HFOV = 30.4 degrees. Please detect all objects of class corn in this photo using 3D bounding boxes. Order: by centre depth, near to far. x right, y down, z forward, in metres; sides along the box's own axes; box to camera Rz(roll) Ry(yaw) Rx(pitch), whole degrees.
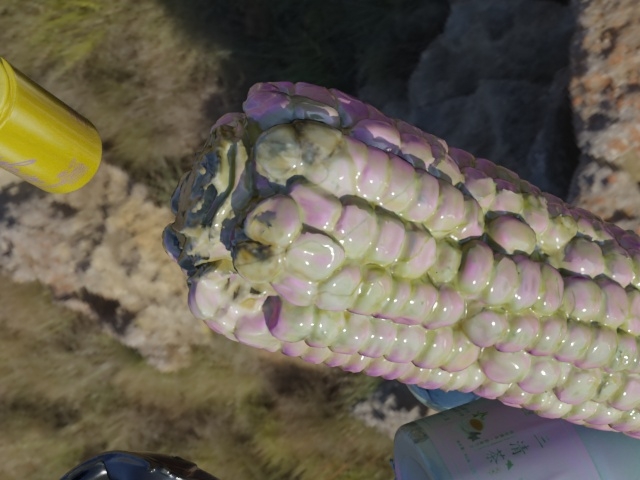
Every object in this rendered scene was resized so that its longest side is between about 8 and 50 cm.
[{"bbox_3d":[0.086,0.020,0.582,0.126,0.335,0.126,-44,37,46],"label":"corn"}]

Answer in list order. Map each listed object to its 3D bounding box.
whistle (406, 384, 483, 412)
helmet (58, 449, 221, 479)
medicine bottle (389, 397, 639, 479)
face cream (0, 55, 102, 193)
[{"bbox_3d":[0.140,0.141,1.419,0.290,0.163,0.163,-21,97,41],"label":"whistle"},{"bbox_3d":[-0.142,0.278,0.993,0.216,0.189,0.193,20,165,6],"label":"helmet"},{"bbox_3d":[0.243,0.249,1.128,0.245,0.290,0.245,163,90,-79],"label":"medicine bottle"},{"bbox_3d":[-0.261,-0.104,0.952,0.078,0.273,0.078,-2,79,11],"label":"face cream"}]
